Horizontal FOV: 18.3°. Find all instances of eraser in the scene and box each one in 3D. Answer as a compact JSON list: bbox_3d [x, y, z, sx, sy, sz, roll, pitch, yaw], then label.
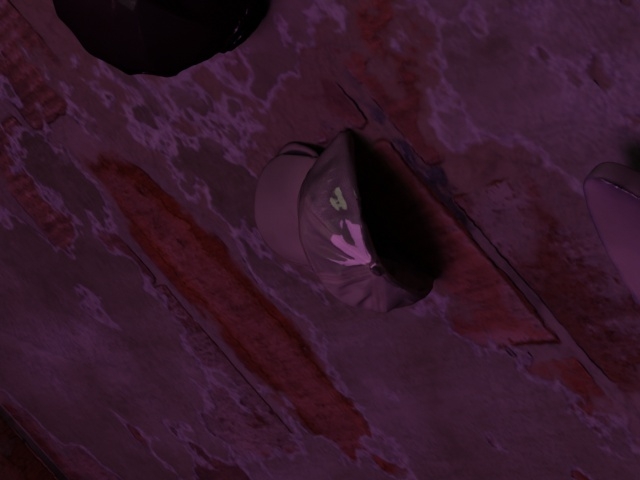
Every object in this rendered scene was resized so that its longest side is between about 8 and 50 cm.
[{"bbox_3d":[0.340,0.012,1.808,0.243,0.059,0.204,45,155,-9],"label":"eraser"}]

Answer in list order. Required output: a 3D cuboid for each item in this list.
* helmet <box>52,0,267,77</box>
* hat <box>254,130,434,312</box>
[{"bbox_3d":[-0.184,-0.264,2.030,0.225,0.177,0.305,37,152,11],"label":"helmet"},{"bbox_3d":[0.000,0.000,2.199,0.226,0.164,0.219,-13,120,36],"label":"hat"}]
